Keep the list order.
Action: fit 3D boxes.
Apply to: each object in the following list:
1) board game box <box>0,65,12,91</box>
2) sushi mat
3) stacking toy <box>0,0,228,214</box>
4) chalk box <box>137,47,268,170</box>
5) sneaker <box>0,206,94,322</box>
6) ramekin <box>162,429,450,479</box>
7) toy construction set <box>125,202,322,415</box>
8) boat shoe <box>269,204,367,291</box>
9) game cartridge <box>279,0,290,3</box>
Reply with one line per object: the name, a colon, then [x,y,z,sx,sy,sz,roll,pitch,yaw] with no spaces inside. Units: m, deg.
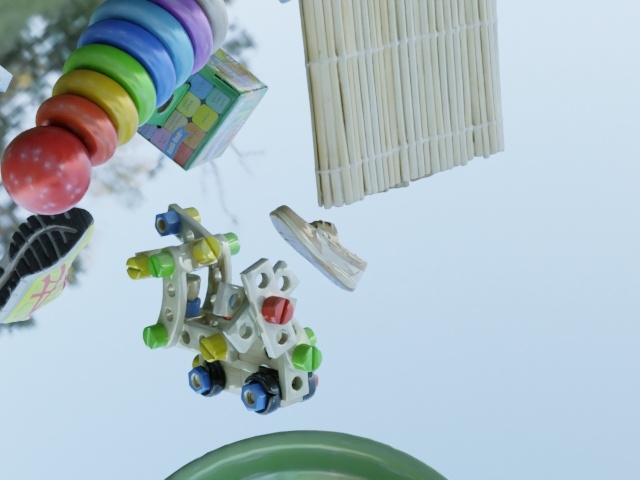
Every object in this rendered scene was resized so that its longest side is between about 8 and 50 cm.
board game box: [-0.328,-0.164,1.020,0.090,0.090,0.020,17,-102,24]
sushi mat: [0.047,-0.180,0.695,0.151,0.316,0.019,-22,-153,-33]
stacking toy: [-0.222,-0.156,1.240,0.141,0.141,0.330,-11,-141,39]
chalk box: [-0.177,-0.187,1.582,0.132,0.132,0.213,-51,179,16]
sneaker: [-0.359,0.033,1.529,0.208,0.094,0.081,-40,-118,18]
ramekin: [-0.010,0.301,0.822,0.304,0.148,0.303,0,-125,0]
toy construction set: [-0.099,0.080,1.342,0.151,0.215,0.328,-10,-167,-27]
boat shoe: [0.000,0.000,1.614,0.059,0.170,0.063,-52,-150,-12]
game cartridge: [-0.102,-0.400,1.189,0.060,0.294,0.196,-27,-147,7]
